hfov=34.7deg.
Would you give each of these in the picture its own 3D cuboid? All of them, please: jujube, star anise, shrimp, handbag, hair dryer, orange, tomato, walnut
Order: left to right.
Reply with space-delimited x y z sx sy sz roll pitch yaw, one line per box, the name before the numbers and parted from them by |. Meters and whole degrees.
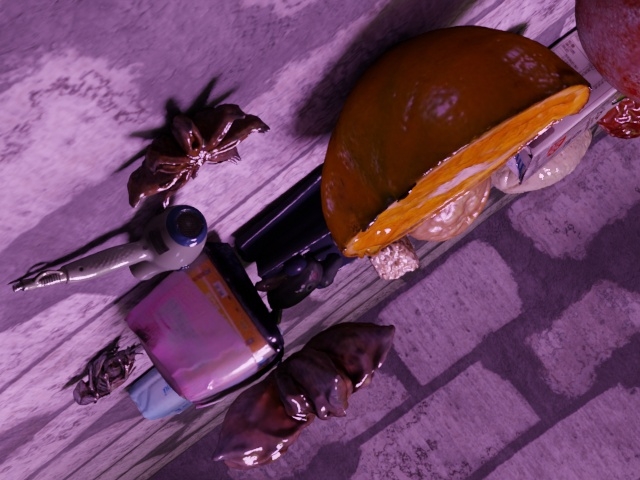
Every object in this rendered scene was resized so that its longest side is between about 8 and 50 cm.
shrimp | -0.297 0.183 1.445 0.065 0.056 0.165 -18 157 -46
hair dryer | -0.215 0.029 1.057 0.199 0.067 0.167 -23 172 -17
star anise | -0.112 -0.081 0.896 0.141 0.042 0.141 -33 171 -6
star anise | -0.022 0.207 1.391 0.315 0.108 0.315 -37 -179 1
handbag | 0.000 0.000 1.488 0.269 0.118 0.325 -37 168 2
walnut | 0.196 -0.086 1.663 0.184 0.155 0.155 -50 167 16
orange | 0.136 -0.101 1.103 0.274 0.274 0.310 -30 -158 -37
jujube | 0.655 -0.318 2.088 0.232 0.213 0.213 -42 170 16
tomato | 0.480 -0.311 1.287 0.316 0.282 0.317 -24 169 -5

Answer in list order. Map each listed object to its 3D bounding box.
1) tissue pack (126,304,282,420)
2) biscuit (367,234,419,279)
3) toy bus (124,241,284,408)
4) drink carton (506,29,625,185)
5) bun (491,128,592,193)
tissue pack | -0.202 0.217 1.843 0.263 0.089 0.177 -39 168 8
biscuit | 0.108 -0.003 1.705 0.070 0.082 0.168 -30 -145 9
toy bus | -0.155 0.132 1.420 0.162 0.171 0.386 -30 171 -7
drink carton | 0.424 -0.257 1.722 0.324 0.132 0.194 -38 170 -3
bun | 0.406 -0.185 1.985 0.220 0.134 0.220 -34 -161 13
